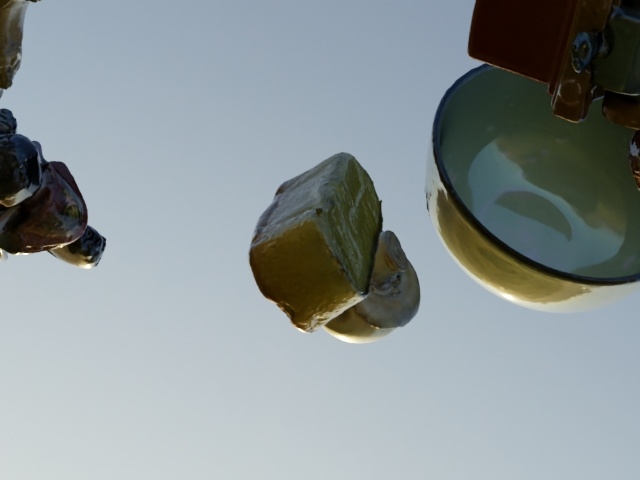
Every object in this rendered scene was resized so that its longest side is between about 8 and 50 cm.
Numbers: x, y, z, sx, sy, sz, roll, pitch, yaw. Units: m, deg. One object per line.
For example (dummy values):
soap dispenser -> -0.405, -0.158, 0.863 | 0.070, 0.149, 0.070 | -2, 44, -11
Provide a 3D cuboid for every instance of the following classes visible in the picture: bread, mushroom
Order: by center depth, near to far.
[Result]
bread -> 0.000, 0.000, 1.275 | 0.094, 0.245, 0.102 | -30, -75, 17
mushroom -> 0.041, 0.032, 1.503 | 0.154, 0.154, 0.122 | 49, -55, -1

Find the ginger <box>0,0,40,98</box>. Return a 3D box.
ginger -> -0.232, -0.188, 1.073 | 0.294, 0.086, 0.131 | -22, -85, 38

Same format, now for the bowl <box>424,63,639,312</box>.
bowl -> 0.283, -0.045, 1.788 | 0.354, 0.354, 0.185 | 39, -36, 12

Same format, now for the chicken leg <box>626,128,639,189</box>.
chicken leg -> 0.428, -0.113, 1.439 | 0.113, 0.304, 0.093 | 45, -35, 22

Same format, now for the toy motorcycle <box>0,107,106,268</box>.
toy motorcycle -> -0.363, -0.081, 1.217 | 0.401, 0.134, 0.207 | 27, -16, -10

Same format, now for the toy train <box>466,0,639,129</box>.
toy train -> 0.310, -0.232, 1.527 | 0.231, 0.369, 0.163 | 24, -66, 25
